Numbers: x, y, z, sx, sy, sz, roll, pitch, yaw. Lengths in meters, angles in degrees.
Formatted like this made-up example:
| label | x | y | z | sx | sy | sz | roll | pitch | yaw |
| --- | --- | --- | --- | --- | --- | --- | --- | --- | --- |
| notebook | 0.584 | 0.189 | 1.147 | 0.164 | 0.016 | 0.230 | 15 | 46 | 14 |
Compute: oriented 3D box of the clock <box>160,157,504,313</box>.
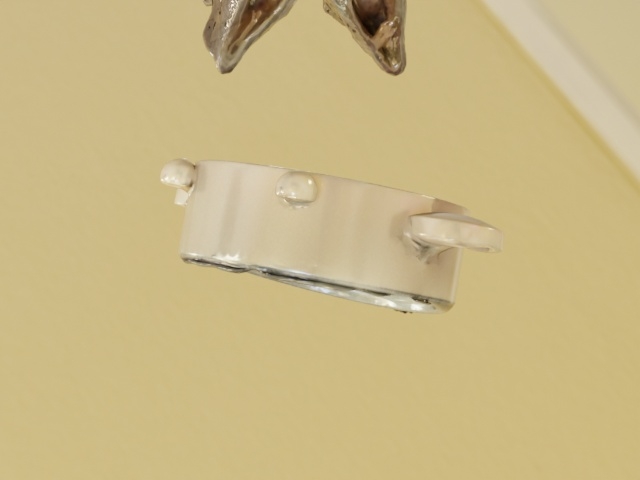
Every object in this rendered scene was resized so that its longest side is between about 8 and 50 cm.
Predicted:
| label | x | y | z | sx | sy | sz | roll | pitch | yaw |
| --- | --- | --- | --- | --- | --- | --- | --- | --- | --- |
| clock | 0.000 | 0.000 | 0.856 | 0.229 | 0.063 | 0.155 | 6 | 177 | 44 |

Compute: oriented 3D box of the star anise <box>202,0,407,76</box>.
| label | x | y | z | sx | sy | sz | roll | pitch | yaw |
| --- | --- | --- | --- | --- | --- | --- | --- | --- | --- |
| star anise | -0.002 | -0.205 | 0.852 | 0.235 | 0.109 | 0.223 | -2 | 116 | -16 |
